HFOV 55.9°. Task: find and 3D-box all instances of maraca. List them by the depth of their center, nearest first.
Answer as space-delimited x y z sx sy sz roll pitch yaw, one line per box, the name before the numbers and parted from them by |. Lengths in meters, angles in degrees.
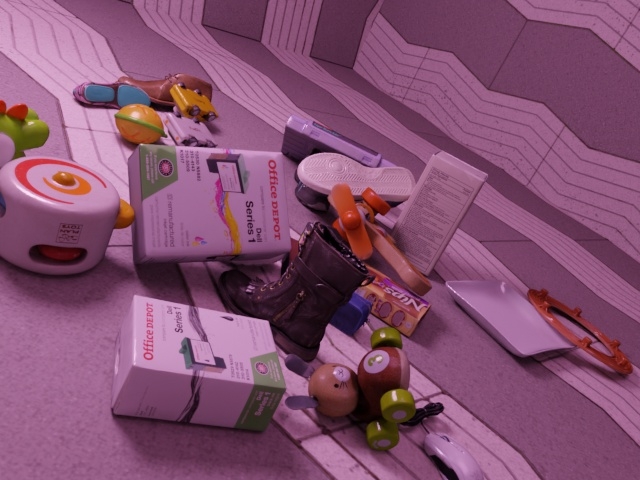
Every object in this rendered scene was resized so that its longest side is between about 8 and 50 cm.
maraca | -0.459 -0.294 1.550 0.127 0.099 0.186 21 0 -1

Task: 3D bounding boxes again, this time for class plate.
plate | 0.481 0.201 1.545 0.277 0.045 0.278 2 34 -42

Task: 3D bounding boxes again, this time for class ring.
ring | 0.720 0.238 1.667 0.337 0.032 0.336 29 18 -11

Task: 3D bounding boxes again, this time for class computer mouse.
computer mouse | 0.211 0.342 0.995 0.106 0.042 0.193 8 30 -38

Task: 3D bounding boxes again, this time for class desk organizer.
desk organizer | -0.054 0.047 1.320 0.050 0.047 0.130 23 24 -13

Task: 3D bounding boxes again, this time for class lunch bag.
lunch bag | 0.056 0.139 1.219 0.098 0.067 0.065 33 25 13

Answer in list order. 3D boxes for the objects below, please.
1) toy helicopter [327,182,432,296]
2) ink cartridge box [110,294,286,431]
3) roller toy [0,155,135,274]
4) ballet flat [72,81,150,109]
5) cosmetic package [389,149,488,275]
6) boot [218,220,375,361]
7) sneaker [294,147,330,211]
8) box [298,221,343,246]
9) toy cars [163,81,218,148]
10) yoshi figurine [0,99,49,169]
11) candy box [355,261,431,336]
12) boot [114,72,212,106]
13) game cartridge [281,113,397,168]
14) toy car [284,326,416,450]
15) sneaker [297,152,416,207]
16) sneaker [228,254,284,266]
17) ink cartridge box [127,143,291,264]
toy helicopter | 0.135 -0.006 1.437 0.355 0.140 0.235 50 10 32
ink cartridge box | -0.178 0.178 0.876 0.220 0.092 0.160 15 26 -25
roller toy | -0.439 -0.048 1.005 0.209 0.146 0.191 28 25 2
ballet flat | -0.586 -0.408 1.688 0.079 0.076 0.222 19 16 36
cosmetic package | 0.305 -0.075 1.614 0.153 0.296 0.129 32 23 10
boot | -0.046 0.063 1.072 0.263 0.228 0.091 36 26 19
sneaker | -0.019 -0.178 1.738 0.101 0.106 0.267 17 27 -23
box | 0.000 0.000 1.448 0.083 0.062 0.052 12 29 -29
toy cars | -0.376 -0.334 1.707 0.176 0.087 0.393 44 19 -30
yoshi figurine | -0.630 -0.119 0.996 0.203 0.203 0.362 -6 16 43
candy box | 0.145 0.129 1.347 0.187 0.053 0.109 31 24 15
boot | -0.472 -0.469 1.844 0.306 0.115 0.112 6 23 -40
game cartridge | 0.052 -0.260 1.878 0.355 0.068 0.230 26 -19 -1
toy car | 0.036 0.226 0.957 0.189 0.148 0.155 9 38 -11
sneaker | 0.086 -0.141 1.667 0.350 0.148 0.131 9 64 -23
sneaker | -0.202 -0.042 1.253 0.297 0.129 0.111 24 21 -9
ink cartridge box | -0.206 -0.065 1.134 0.278 0.201 0.117 -1 -8 -29
